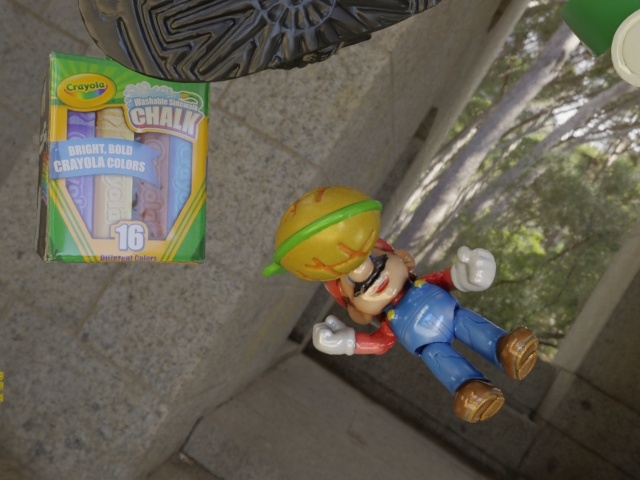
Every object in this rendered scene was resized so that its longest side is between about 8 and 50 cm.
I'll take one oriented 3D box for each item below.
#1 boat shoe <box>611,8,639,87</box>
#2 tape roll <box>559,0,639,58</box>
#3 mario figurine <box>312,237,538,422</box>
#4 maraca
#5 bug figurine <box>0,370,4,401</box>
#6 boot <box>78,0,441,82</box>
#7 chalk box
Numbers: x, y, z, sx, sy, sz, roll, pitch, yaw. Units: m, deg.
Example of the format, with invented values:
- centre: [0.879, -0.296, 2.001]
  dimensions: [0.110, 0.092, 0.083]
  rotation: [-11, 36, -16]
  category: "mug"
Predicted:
- centre: [0.432, -0.199, 0.548]
  dimensions: [0.305, 0.109, 0.091]
  rotation: [-5, 1, 34]
  category: "boat shoe"
- centre: [0.430, -0.346, 0.695]
  dimensions: [0.077, 0.321, 0.321]
  rotation: [51, 0, 3]
  category: "tape roll"
- centre: [0.107, 0.086, 0.798]
  dimensions: [0.320, 0.198, 0.170]
  rotation: [35, -42, 37]
  category: "mario figurine"
- centre: [0.000, 0.000, 0.696]
  dimensions: [0.099, 0.127, 0.185]
  rotation: [66, -30, 12]
  category: "maraca"
- centre: [-0.439, 0.242, 0.602]
  dimensions: [0.072, 0.216, 0.279]
  rotation: [30, 33, 34]
  category: "bug figurine"
- centre: [-0.062, -0.236, 0.625]
  dimensions: [0.347, 0.131, 0.260]
  rotation: [-14, 16, -17]
  category: "boot"
- centre: [-0.246, -0.120, 0.753]
  dimensions: [0.179, 0.289, 0.180]
  rotation: [3, 1, -28]
  category: "chalk box"
